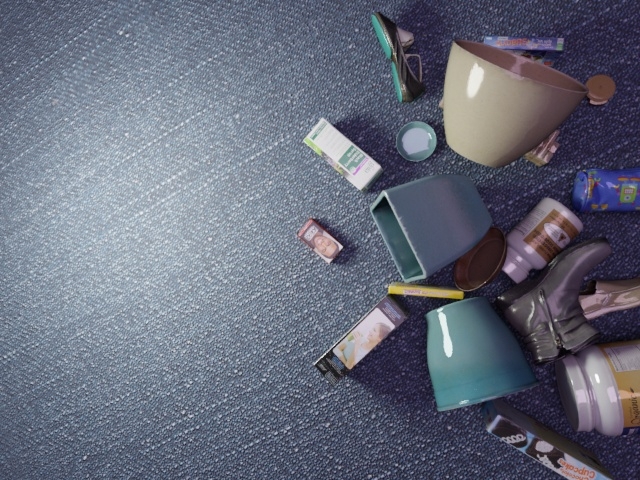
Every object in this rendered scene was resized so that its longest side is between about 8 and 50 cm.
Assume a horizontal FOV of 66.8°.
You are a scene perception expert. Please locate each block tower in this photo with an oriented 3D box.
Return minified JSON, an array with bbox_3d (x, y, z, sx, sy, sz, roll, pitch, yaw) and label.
[{"bbox_3d":[0.504,-0.334,1.375,0.335,0.097,0.091,32,96,9],"label":"block tower"}]

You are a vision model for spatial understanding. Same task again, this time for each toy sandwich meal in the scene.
[{"bbox_3d":[0.776,-0.418,1.349,0.085,0.029,0.086,-1,84,14],"label":"toy sandwich meal"}]

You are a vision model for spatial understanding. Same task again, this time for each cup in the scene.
[{"bbox_3d":[0.439,-0.325,1.207,0.331,0.331,0.237,27,123,12],"label":"cup"}]

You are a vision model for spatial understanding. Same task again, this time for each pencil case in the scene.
[{"bbox_3d":[0.836,-0.139,1.282,0.306,0.119,0.133,-2,113,12],"label":"pencil case"}]

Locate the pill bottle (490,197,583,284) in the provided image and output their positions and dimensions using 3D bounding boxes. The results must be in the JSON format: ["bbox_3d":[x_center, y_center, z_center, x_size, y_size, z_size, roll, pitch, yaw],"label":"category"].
[{"bbox_3d":[0.586,0.006,1.331,0.131,0.131,0.229,44,99,10],"label":"pill bottle"}]

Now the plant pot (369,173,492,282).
[{"bbox_3d":[0.316,-0.052,1.342,0.252,0.247,0.248,-25,84,-6],"label":"plant pot"}]

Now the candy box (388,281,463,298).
[{"bbox_3d":[0.305,0.144,1.405,0.205,0.105,0.027,3,95,13],"label":"candy box"}]

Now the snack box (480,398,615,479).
[{"bbox_3d":[0.596,0.541,1.293,0.322,0.187,0.060,29,95,12],"label":"snack box"}]

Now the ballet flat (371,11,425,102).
[{"bbox_3d":[0.240,-0.551,1.443,0.096,0.095,0.281,-20,95,2],"label":"ballet flat"}]

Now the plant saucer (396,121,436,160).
[{"bbox_3d":[0.288,-0.296,1.457,0.119,0.021,0.119,0,89,12],"label":"plant saucer"}]

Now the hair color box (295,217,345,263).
[{"bbox_3d":[0.000,0.000,1.506,0.141,0.043,0.072,40,97,9],"label":"hair color box"}]

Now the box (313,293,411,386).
[{"bbox_3d":[0.127,0.282,1.412,0.290,0.169,0.087,-45,78,10],"label":"box"}]

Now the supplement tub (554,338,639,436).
[{"bbox_3d":[0.790,0.370,1.231,0.316,0.228,0.228,-11,87,12],"label":"supplement tub"}]

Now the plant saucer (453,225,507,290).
[{"bbox_3d":[0.449,0.057,1.343,0.036,0.198,0.199,28,96,-15],"label":"plant saucer"}]

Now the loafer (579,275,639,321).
[{"bbox_3d":[0.771,0.143,1.303,0.268,0.102,0.092,-25,89,12],"label":"loafer"}]

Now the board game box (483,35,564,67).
[{"bbox_3d":[0.550,-0.519,1.344,0.201,0.136,0.035,7,90,12],"label":"board game box"}]

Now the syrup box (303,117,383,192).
[{"bbox_3d":[0.072,-0.254,1.467,0.237,0.096,0.093,42,97,11],"label":"syrup box"}]

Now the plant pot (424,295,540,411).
[{"bbox_3d":[0.405,0.298,1.313,0.271,0.271,0.255,-20,71,11],"label":"plant pot"}]

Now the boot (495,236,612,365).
[{"bbox_3d":[0.654,0.164,1.257,0.338,0.118,0.223,-41,51,18],"label":"boot"}]
